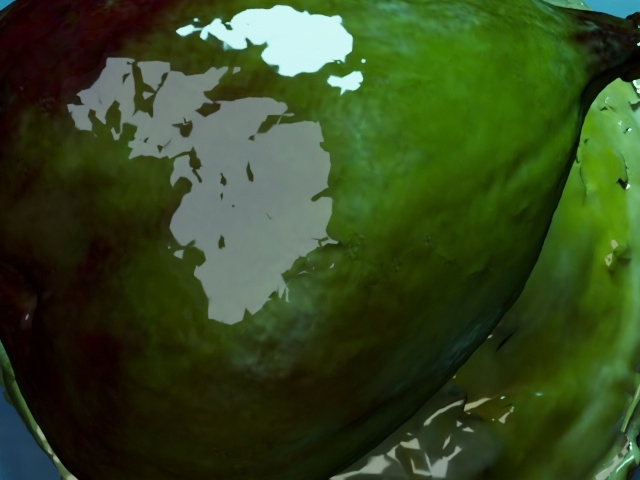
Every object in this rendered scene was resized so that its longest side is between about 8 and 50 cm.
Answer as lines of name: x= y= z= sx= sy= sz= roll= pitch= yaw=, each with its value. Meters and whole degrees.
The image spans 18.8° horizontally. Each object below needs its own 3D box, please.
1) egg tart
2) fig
egg tart: x=0.000 y=0.000 z=0.691 sx=0.279 sy=0.095 sz=0.278 roll=-2 pitch=78 yaw=11
fig: x=0.023 y=-0.024 z=0.587 sx=0.274 sy=0.145 sz=0.170 roll=-20 pitch=83 yaw=-8
